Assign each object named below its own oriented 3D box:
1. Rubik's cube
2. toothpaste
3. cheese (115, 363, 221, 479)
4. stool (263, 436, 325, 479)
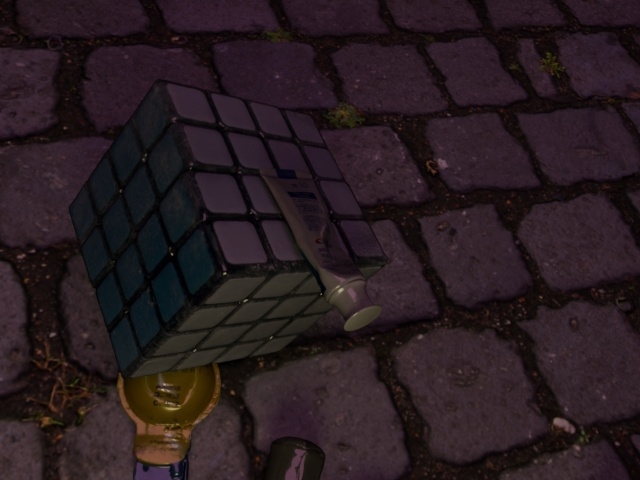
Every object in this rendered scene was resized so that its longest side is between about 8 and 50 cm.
[{"bbox_3d":[-0.161,-0.010,1.035,0.344,0.344,0.337,-1,56,-45],"label":"Rubik's cube"},{"bbox_3d":[0.000,0.000,0.871,0.096,0.061,0.266,0,52,-42],"label":"toothpaste"},{"bbox_3d":[-0.259,0.276,1.055,0.177,0.069,0.270,5,60,-11],"label":"cheese"},{"bbox_3d":[-0.047,0.386,1.030,0.096,0.096,0.110,18,61,-3],"label":"stool"}]
